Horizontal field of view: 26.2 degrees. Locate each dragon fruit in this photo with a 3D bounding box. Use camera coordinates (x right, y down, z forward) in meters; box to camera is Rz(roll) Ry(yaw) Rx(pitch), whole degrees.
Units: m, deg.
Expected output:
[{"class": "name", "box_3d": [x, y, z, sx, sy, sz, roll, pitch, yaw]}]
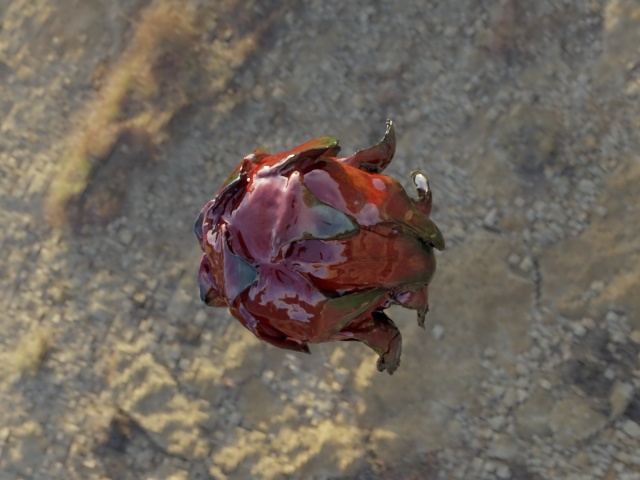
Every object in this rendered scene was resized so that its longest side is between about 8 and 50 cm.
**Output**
[{"class": "dragon fruit", "box_3d": [0.000, 0.005, 0.774, 0.142, 0.130, 0.121, -9, 50, -7]}]
